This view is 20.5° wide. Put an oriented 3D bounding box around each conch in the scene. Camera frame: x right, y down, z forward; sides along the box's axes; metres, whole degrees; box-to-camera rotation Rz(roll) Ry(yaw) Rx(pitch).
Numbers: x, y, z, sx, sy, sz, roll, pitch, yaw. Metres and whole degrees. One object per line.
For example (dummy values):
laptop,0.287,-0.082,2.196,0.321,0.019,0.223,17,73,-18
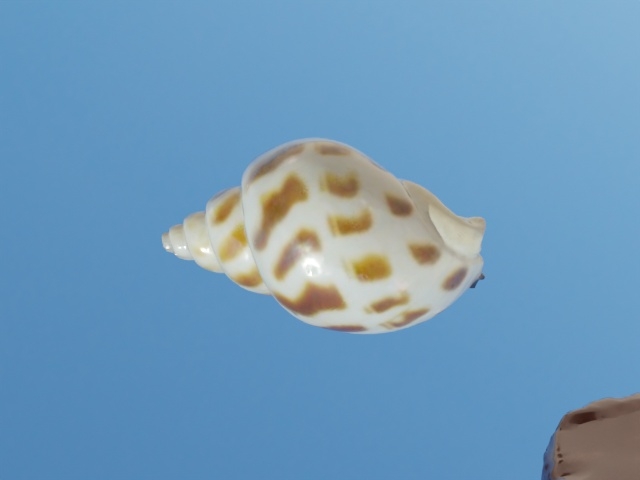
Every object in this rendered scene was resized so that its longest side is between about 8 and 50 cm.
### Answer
conch,-0.001,0.000,1.556,0.275,0.183,0.149,15,-139,30

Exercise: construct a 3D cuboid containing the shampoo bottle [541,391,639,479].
shampoo bottle,0.098,0.158,0.506,0.068,0.236,0.067,12,-148,28
